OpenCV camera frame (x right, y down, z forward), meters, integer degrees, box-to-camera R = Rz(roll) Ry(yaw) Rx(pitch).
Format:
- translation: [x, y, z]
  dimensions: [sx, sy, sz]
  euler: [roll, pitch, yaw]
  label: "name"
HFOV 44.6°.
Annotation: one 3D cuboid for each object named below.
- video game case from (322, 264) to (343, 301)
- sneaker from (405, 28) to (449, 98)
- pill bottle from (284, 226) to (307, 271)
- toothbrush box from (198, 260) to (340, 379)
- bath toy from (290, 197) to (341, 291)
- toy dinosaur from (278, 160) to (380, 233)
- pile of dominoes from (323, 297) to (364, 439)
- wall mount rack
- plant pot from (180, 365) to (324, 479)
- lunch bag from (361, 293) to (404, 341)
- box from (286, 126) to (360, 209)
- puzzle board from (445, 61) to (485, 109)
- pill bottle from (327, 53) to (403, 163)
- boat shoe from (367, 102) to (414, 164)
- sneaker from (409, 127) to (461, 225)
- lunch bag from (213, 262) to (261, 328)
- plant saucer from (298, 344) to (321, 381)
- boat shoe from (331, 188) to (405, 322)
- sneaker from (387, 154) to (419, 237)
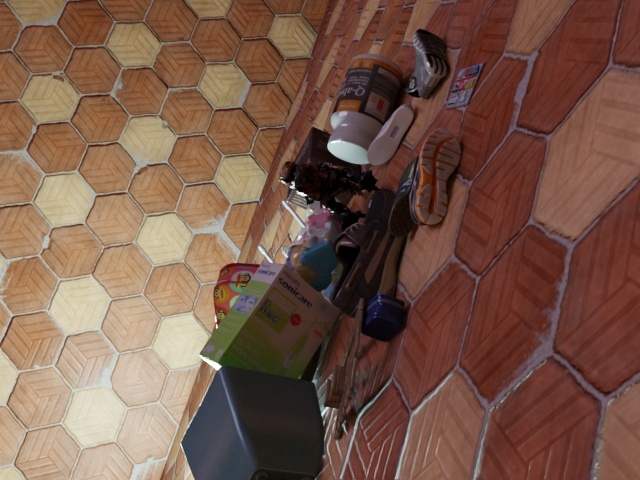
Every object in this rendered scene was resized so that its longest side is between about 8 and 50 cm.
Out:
- translation: [0.072, 0.061, 1.987]
  dimensions: [0.193, 0.023, 0.213]
  euler: [-150, 83, -77]
  label: "video game case"
- translation: [0.250, -0.432, 1.956]
  dimensions: [0.229, 0.086, 0.132]
  euler: [-87, 21, -52]
  label: "sneaker"
- translation: [-0.043, 0.062, 2.247]
  dimensions: [0.112, 0.112, 0.187]
  euler: [140, 149, -63]
  label: "pill bottle"
- translation: [-0.120, 0.224, 1.888]
  dimensions: [0.283, 0.206, 0.122]
  euler: [-56, 27, -18]
  label: "toothbrush box"
- translation: [0.000, 0.000, 2.102]
  dimensions: [0.151, 0.129, 0.348]
  euler: [-20, 24, 14]
  label: "bath toy"
- translation: [0.031, -0.149, 2.001]
  dimensions: [0.322, 0.218, 0.164]
  euler: [-24, -46, -46]
  label: "toy dinosaur"
- translation: [0.042, 0.263, 1.587]
  dimensions: [0.251, 0.040, 0.196]
  euler: [101, 179, -48]
  label: "pile of dominoes"
- translation: [-0.113, 0.047, 2.511]
  dimensions: [0.350, 0.130, 0.304]
  euler: [-59, 16, 30]
  label: "wall mount rack"
- translation: [-0.133, 0.463, 1.702]
  dimensions: [0.248, 0.247, 0.252]
  euler: [-62, 29, 21]
  label: "plant pot"
- translation: [0.123, 0.151, 1.545]
  dimensions: [0.098, 0.067, 0.065]
  euler: [128, 160, -53]
  label: "lunch bag"
- translation: [0.011, -0.200, 2.334]
  dimensions: [0.167, 0.168, 0.203]
  euler: [-59, 15, 33]
  label: "box"
- translation: [0.313, -0.338, 1.711]
  dimensions: [0.128, 0.011, 0.096]
  euler: [-159, 92, -77]
  label: "puzzle board"
- translation: [0.122, -0.366, 2.183]
  dimensions: [0.162, 0.162, 0.279]
  euler: [-32, 37, 68]
  label: "pill bottle"
- translation: [0.182, -0.278, 2.027]
  dimensions: [0.184, 0.066, 0.063]
  euler: [-63, 0, 30]
  label: "boat shoe"
- translation: [0.222, -0.128, 1.582]
  dimensions: [0.083, 0.084, 0.215]
  euler: [137, 152, -71]
  label: "sneaker"
- translation: [-0.160, 0.208, 2.162]
  dimensions: [0.120, 0.258, 0.293]
  euler: [-83, -4, -59]
  label: "lunch bag"
- translation: [-0.072, 0.346, 2.025]
  dimensions: [0.278, 0.041, 0.278]
  euler: [-57, 14, 23]
  label: "plant saucer"
- translation: [0.102, 0.014, 1.711]
  dimensions: [0.132, 0.130, 0.356]
  euler: [-53, 20, 47]
  label: "boat shoe"
- translation: [0.194, -0.095, 1.691]
  dimensions: [0.086, 0.064, 0.192]
  euler: [176, 116, -84]
  label: "sneaker"
